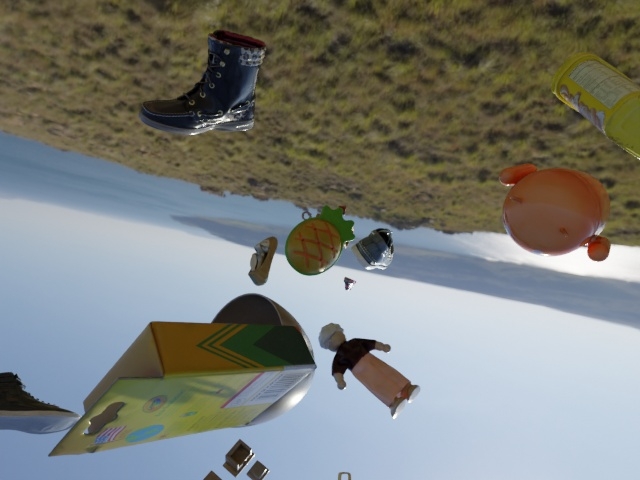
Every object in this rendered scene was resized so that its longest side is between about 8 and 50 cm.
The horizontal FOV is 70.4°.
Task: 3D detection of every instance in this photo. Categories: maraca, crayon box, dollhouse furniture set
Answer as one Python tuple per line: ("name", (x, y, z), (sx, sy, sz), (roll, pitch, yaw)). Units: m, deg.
("maraca", (0.000, 0.000, 1.059), (0.127, 0.185, 0.099), (49, 164, -6))
("crayon box", (-0.184, 0.205, 0.650), (0.318, 0.202, 0.081), (15, -141, -49))
("dollhouse furniture set", (-0.178, 0.772, 1.184), (0.355, 0.174, 0.303), (31, -132, 19))

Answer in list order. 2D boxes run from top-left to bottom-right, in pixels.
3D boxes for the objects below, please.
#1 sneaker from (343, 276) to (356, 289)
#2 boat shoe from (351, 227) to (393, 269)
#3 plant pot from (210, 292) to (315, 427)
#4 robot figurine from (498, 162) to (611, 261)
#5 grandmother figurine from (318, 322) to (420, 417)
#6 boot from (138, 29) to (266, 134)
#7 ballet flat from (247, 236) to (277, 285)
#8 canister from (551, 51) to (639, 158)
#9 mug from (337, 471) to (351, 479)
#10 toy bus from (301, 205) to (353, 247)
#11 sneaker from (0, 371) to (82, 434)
("sneaker", (0.125, 0.196, 2.016), (0.047, 0.057, 0.119), (28, 178, 22))
("boat shoe", (0.189, 0.017, 1.390), (0.116, 0.099, 0.319), (53, -161, 10))
("plant pot", (-0.122, 0.283, 1.041), (0.284, 0.284, 0.191), (9, 165, 44))
("robot figurine", (0.348, -0.045, 0.674), (0.128, 0.158, 0.219), (-9, -179, 39))
("grandmother figurine", (0.118, 0.368, 1.349), (0.207, 0.104, 0.342), (-24, -133, -37))
("boot", (-0.336, -0.467, 1.346), (0.377, 0.284, 0.138), (-10, -132, -37))
("ballet flat", (-0.197, 0.050, 1.546), (0.080, 0.232, 0.073), (-26, 125, 25))
("canister", (0.415, -0.188, 0.636), (0.126, 0.073, 0.170), (24, -146, -16))
("mug", (0.058, 0.589, 1.054), (0.064, 0.078, 0.062), (23, -175, -38))
("toy bus", (0.042, -0.044, 1.922), (0.190, 0.202, 0.104), (-20, 162, 1))
("sneaker", (-0.805, 0.441, 1.248), (0.295, 0.104, 0.147), (24, -151, -39))
